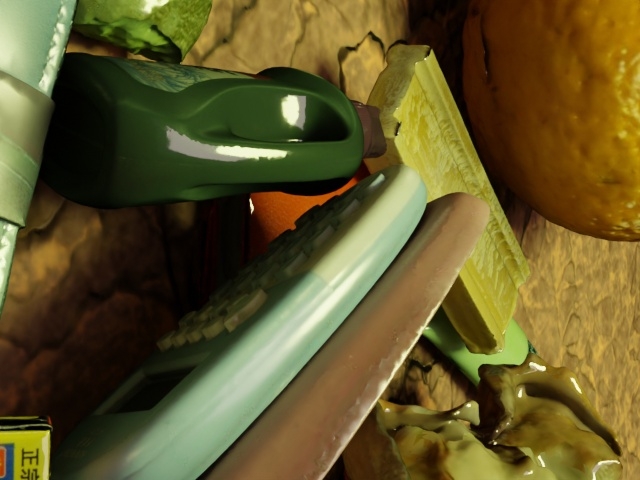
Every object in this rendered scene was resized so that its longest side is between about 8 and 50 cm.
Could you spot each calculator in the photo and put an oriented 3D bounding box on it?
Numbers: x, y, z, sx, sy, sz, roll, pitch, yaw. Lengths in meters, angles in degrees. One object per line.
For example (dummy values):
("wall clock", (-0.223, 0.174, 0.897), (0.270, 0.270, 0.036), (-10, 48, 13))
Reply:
("calculator", (-0.025, 0.091, 0.635), (0.048, 0.220, 0.329), (42, 66, -6))
("calculator", (-0.056, 0.063, 0.610), (0.042, 0.188, 0.302), (48, 68, -10))

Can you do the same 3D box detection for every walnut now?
("walnut", (0.118, 0.190, 0.807), (0.238, 0.204, 0.141), (-4, 129, -42))

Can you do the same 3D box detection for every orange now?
("orange", (0.281, -0.161, 0.968), (0.341, 0.293, 0.340), (-29, 124, -54))

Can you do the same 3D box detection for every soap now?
("soap", (0.097, -0.022, 0.872), (0.252, 0.037, 0.092), (59, 44, -40))

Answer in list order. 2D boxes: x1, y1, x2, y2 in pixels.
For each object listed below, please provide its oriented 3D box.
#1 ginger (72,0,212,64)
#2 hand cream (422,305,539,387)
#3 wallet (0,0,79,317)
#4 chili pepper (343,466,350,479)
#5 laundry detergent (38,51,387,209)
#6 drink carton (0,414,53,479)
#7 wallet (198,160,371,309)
("ginger", (-0.082, -0.235, 0.679), (0.137, 0.089, 0.289), (38, 61, -32))
("hand cream", (0.135, 0.081, 0.991), (0.175, 0.046, 0.095), (45, 55, -35))
("wallet", (-0.204, -0.062, 0.519), (0.176, 0.075, 0.250), (26, 69, -46))
("chili pepper", (0.064, 0.179, 0.905), (0.178, 0.027, 0.045), (19, 78, -51))
("laundry detergent", (-0.041, -0.058, 0.650), (0.222, 0.144, 0.078), (-1, 106, -37))
("drink carton", (-0.193, 0.110, 0.473), (0.166, 0.056, 0.071), (1, 90, -15))
("wallet", (0.000, 0.000, 0.812), (0.204, 0.045, 0.142), (8, 83, -52))
